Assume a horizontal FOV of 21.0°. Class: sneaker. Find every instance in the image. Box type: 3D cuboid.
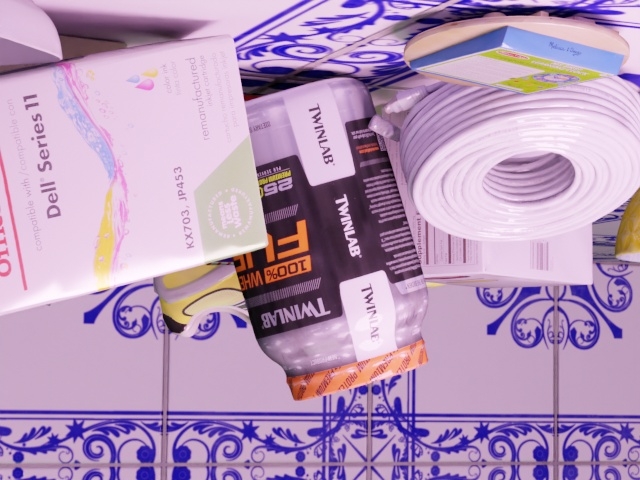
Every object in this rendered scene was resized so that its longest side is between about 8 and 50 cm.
[{"bbox_3d":[-0.020,0.051,2.159,0.384,0.147,0.145,0,174,0],"label":"sneaker"}]

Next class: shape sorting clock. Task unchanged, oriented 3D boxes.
[{"bbox_3d":[0.179,-0.173,1.581,0.206,0.040,0.206,4,173,0],"label":"shape sorting clock"}]

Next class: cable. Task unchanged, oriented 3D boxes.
[{"bbox_3d":[0.212,-0.091,1.790,0.257,0.089,0.257,-22,144,26],"label":"cable"}]

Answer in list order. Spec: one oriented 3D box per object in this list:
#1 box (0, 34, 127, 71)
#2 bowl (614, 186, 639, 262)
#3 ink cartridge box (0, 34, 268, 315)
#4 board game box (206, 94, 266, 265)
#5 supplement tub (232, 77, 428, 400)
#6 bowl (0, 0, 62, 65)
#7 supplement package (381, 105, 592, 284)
[{"bbox_3d":[-0.318,-0.088,1.646,0.243,0.213,0.117,3,174,-28],"label":"box"},{"bbox_3d":[0.529,-0.053,2.241,0.289,0.156,0.289,1,175,0],"label":"bowl"},{"bbox_3d":[-0.239,-0.054,1.542,0.353,0.207,0.119,-15,-169,-27],"label":"ink cartridge box"},{"bbox_3d":[-0.055,-0.067,1.959,0.146,0.193,0.045,1,175,-8],"label":"board game box"},{"bbox_3d":[0.000,0.000,1.839,0.193,0.316,0.193,-17,178,-1],"label":"supplement tub"},{"bbox_3d":[-0.305,-0.185,1.460,0.142,0.053,0.142,-2,175,24],"label":"bowl"},{"bbox_3d":[0.201,-0.050,2.056,0.145,0.204,0.262,-3,174,37],"label":"supplement package"}]
